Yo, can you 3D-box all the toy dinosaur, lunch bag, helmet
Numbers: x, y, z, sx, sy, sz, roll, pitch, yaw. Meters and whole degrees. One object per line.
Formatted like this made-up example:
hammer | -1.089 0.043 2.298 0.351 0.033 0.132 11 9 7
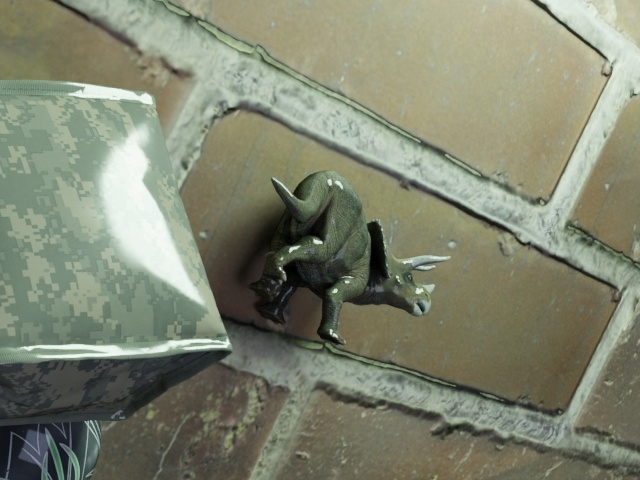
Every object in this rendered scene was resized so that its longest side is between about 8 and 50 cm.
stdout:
toy dinosaur | 0.000 0.000 1.484 0.160 0.121 0.313 -61 140 -21
lunch bag | -0.238 0.012 1.071 0.169 0.235 0.287 -33 157 35
helmet | -0.261 0.161 1.211 0.169 0.161 0.169 -28 131 -37
